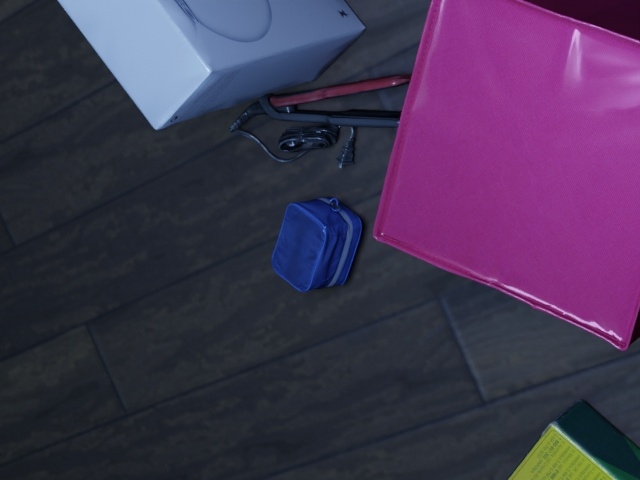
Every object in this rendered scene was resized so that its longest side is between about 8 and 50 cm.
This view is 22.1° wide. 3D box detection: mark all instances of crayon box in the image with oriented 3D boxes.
[{"bbox_3d":[0.310,0.339,1.620,0.318,0.081,0.202,42,122,15],"label":"crayon box"}]

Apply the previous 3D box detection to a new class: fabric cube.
[{"bbox_3d":[0.238,-0.095,1.431,0.259,0.258,0.254,25,115,23],"label":"fabric cube"}]

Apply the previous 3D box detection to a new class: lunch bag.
[{"bbox_3d":[0.000,0.000,1.723,0.067,0.065,0.098,39,123,34],"label":"lunch bag"}]

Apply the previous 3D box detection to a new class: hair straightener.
[{"bbox_3d":[0.003,-0.115,1.697,0.230,0.047,0.089,-5,101,33],"label":"hair straightener"}]

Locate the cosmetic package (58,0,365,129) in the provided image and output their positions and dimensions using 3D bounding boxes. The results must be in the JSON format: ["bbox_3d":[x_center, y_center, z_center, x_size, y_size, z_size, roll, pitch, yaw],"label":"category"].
[{"bbox_3d":[-0.162,-0.304,1.601,0.097,0.284,0.377,-42,81,32],"label":"cosmetic package"}]
